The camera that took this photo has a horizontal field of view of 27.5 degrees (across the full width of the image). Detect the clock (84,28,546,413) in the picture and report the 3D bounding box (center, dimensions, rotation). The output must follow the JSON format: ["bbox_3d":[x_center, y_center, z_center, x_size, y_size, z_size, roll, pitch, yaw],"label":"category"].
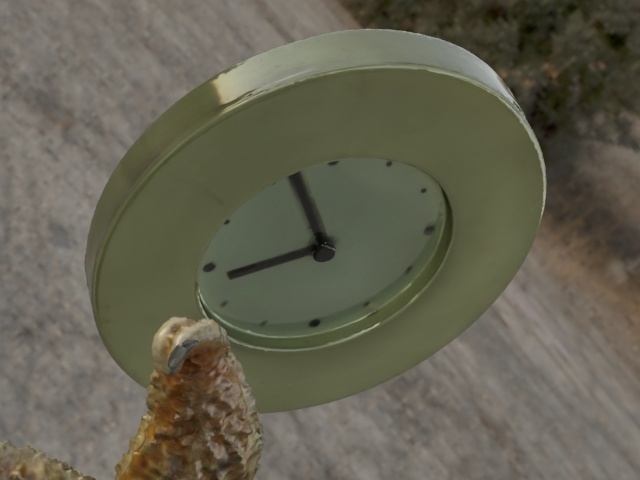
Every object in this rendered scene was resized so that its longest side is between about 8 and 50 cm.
[{"bbox_3d":[0.000,0.000,0.645,0.235,0.235,0.029,32,24,-43],"label":"clock"}]

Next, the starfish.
[{"bbox_3d":[-0.087,0.120,0.500,0.048,0.295,0.231,-106,171,-55],"label":"starfish"}]
